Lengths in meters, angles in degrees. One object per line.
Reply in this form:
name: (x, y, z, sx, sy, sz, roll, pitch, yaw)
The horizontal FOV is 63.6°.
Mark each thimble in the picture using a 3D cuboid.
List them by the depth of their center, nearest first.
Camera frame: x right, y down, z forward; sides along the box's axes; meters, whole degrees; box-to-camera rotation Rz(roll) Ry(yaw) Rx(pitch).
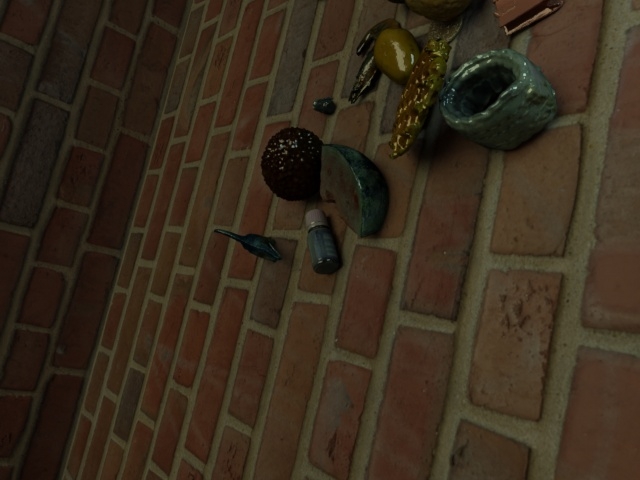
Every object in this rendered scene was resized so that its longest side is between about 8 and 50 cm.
thimble: (0.404, -0.324, 1.186, 0.250, 0.171, 0.205, 14, 84, 52)

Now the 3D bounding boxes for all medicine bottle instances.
medicine bottle: (0.000, 0.000, 1.591, 0.083, 0.083, 0.203, -36, 52, 35)

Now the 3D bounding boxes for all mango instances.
mango: (0.231, -0.543, 1.533, 0.137, 0.098, 0.195, -33, 66, 38)

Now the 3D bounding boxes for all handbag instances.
handbag: (0.503, -0.632, 1.282, 0.157, 0.059, 0.213, -23, 57, 41)

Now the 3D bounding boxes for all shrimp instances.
shrimp: (0.150, -0.589, 1.677, 0.296, 0.058, 0.169, -58, 36, 9)

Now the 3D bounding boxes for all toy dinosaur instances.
toy dinosaur: (-0.222, 0.019, 1.799, 0.362, 0.147, 0.077, 21, 94, 43)

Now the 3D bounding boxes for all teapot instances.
teapot: (0.015, -0.473, 1.785, 0.083, 0.049, 0.064, 31, 99, 50)

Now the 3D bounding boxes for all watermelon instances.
watermelon: (0.102, -0.144, 1.527, 0.226, 0.148, 0.319, -48, 56, 51)

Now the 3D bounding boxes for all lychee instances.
lychee: (-0.082, -0.252, 1.665, 0.235, 0.271, 0.236, -2, 65, 5)

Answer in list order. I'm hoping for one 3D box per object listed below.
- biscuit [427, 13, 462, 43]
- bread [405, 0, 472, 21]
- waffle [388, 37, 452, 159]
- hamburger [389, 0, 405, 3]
biscuit: (0.355, -0.608, 1.475, 0.120, 0.015, 0.120, -21, 61, 43)
bread: (0.326, -0.708, 1.413, 0.134, 0.244, 0.245, 93, 170, -60)
waffle: (0.250, -0.369, 1.333, 0.325, 0.068, 0.302, -77, 5, -45)
hamburger: (0.254, -0.790, 1.552, 0.175, 0.175, 0.137, 8, 95, 50)
